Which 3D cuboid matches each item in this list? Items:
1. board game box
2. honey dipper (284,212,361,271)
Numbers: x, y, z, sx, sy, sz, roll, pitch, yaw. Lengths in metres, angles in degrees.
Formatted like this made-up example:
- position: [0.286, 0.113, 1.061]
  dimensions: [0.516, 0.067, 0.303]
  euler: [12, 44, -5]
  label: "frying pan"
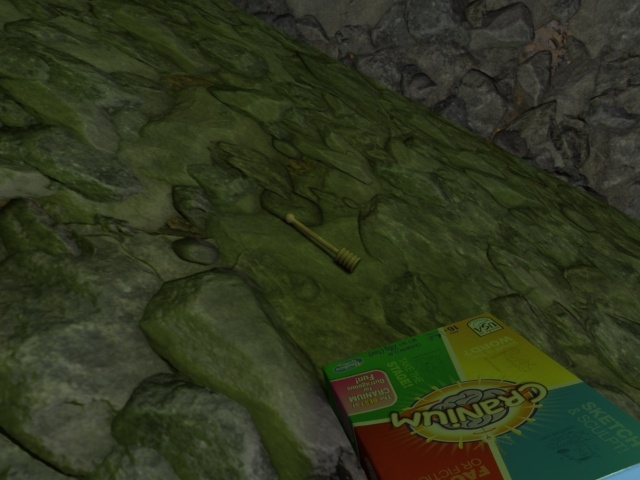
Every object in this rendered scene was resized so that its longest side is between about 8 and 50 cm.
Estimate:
- position: [0.157, 0.196, 0.630]
  dimensions: [0.242, 0.064, 0.316]
  euler: [-16, 18, -10]
  label: "board game box"
- position: [0.000, 0.000, 1.054]
  dimensions: [0.161, 0.030, 0.030]
  euler: [35, 30, 17]
  label: "honey dipper"
